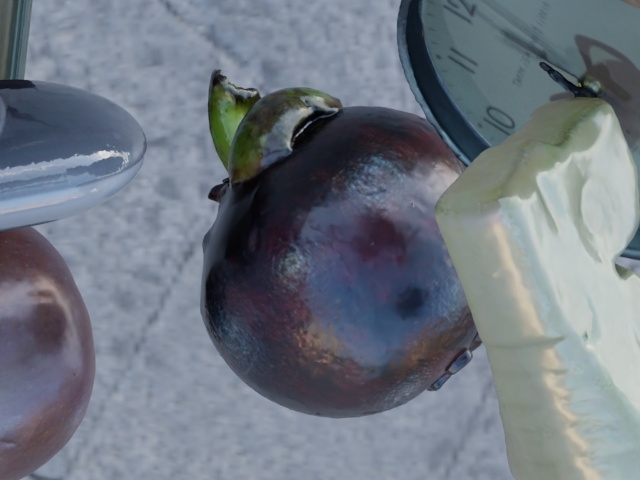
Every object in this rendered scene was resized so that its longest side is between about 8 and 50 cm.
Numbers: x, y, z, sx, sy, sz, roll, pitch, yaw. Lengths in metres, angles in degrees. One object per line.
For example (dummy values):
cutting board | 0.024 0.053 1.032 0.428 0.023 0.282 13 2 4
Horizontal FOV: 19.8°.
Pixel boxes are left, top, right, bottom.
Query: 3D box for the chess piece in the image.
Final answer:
chess piece | 0.097 0.051 0.610 0.090 0.090 0.200 -41 119 -32

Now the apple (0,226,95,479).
apple | -0.375 0.120 1.876 0.235 0.305 0.306 -19 102 -37

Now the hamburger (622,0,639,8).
hamburger | 0.269 -0.236 0.661 0.445 0.287 0.268 -10 86 0

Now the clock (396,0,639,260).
clock | 0.204 -0.115 1.351 0.067 0.325 0.325 -51 119 -29

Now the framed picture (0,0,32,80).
framed picture | -0.417 -0.188 1.714 0.446 0.028 0.326 -23 128 -58

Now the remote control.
remote control | -0.294 -0.059 1.393 0.332 0.221 0.103 -11 114 -29

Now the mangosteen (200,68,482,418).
mangosteen | 0.000 0.000 1.734 0.359 0.306 0.306 37 64 -2
